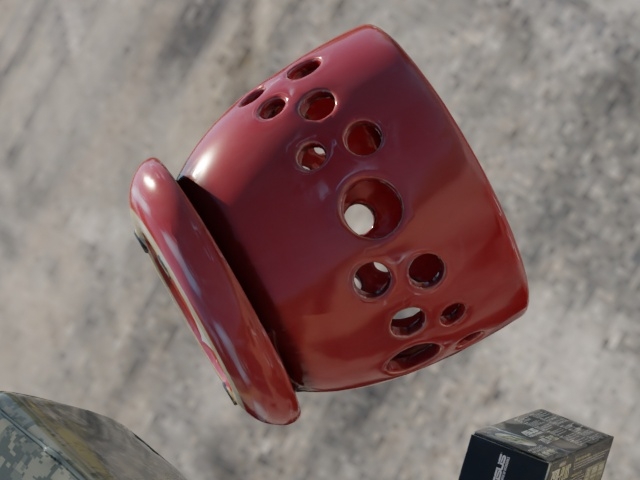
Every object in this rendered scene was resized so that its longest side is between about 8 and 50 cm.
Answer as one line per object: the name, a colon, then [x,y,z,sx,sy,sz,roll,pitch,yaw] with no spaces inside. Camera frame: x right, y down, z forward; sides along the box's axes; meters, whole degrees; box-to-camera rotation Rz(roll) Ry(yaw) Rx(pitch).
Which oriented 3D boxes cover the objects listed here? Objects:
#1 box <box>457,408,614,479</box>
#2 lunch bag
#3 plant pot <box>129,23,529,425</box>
box: [0.177,0.237,1.750,0.180,0.077,0.147,-7,-66,-64]
lunch bag: [-0.232,0.313,1.817,0.305,0.212,0.256,34,97,42]
plant pot: [0.000,0.000,1.121,0.174,0.191,0.191,-30,13,-8]
